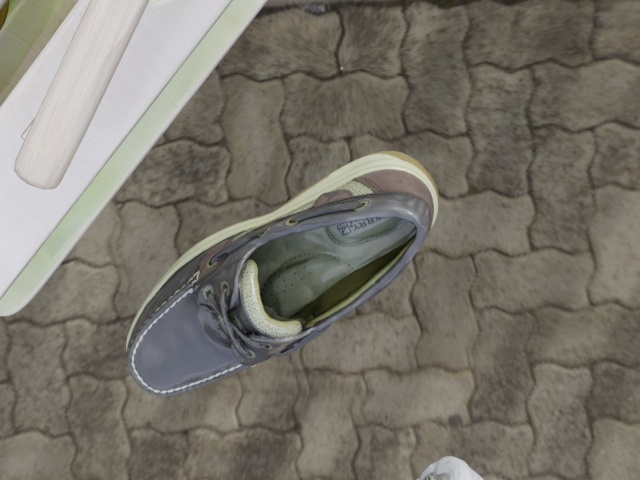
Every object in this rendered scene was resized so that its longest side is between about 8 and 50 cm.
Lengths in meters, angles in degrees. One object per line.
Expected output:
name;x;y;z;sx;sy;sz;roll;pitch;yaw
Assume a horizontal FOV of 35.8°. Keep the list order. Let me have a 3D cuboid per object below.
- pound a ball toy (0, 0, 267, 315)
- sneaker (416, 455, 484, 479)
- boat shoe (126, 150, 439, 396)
pound a ball toy;-0.123;-0.093;0.404;0.135;0.208;0.319;39;102;-5
sneaker;0.082;0.280;0.766;0.115;0.090;0.232;31;115;-11
boat shoe;-0.031;0.027;0.575;0.223;0.073;0.080;-32;102;16
